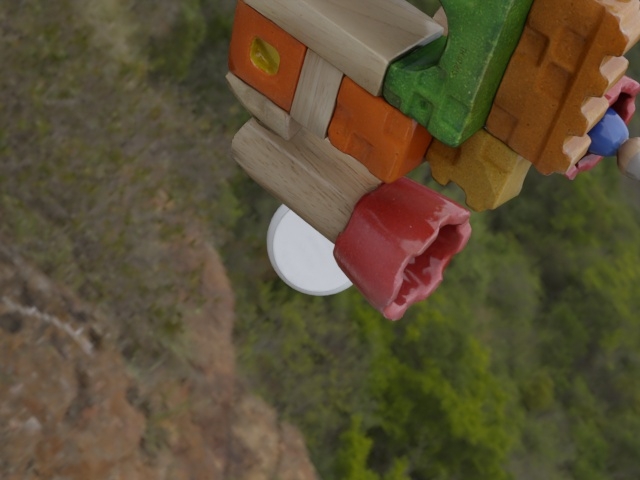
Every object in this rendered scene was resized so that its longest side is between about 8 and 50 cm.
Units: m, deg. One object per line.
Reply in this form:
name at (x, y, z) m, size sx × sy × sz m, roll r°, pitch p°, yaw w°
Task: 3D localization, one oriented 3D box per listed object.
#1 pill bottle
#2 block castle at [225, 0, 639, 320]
pill bottle at (0.000, 0.000, 1.543) m, size 0.121 × 0.121 × 0.221 m, roll 51°, pitch 2°, yaw -2°
block castle at (0.137, -0.180, 0.783) m, size 0.213 × 0.453 × 0.303 m, roll 39°, pitch 49°, yaw 20°
